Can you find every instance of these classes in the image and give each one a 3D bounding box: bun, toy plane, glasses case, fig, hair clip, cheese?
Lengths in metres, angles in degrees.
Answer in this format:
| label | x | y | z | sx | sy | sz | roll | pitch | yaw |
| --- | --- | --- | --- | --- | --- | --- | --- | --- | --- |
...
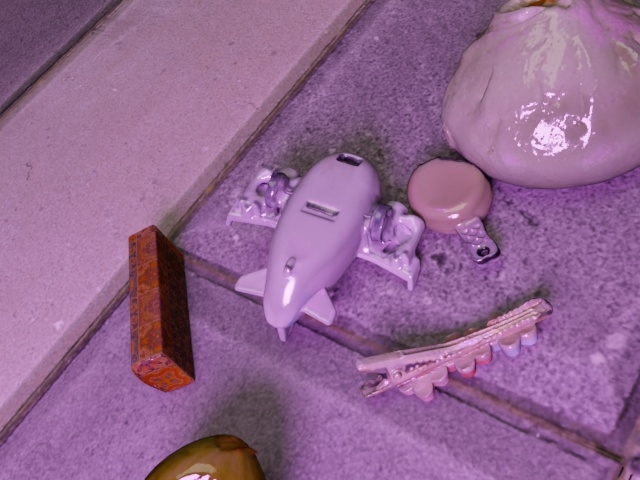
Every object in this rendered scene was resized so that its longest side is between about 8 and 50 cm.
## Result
| label | x | y | z | sx | sy | sz | roll | pitch | yaw |
| --- | --- | --- | --- | --- | --- | --- | --- | --- | --- |
| bun | 0.283 | -0.207 | 0.814 | 0.293 | 0.187 | 0.293 | -12 | 49 | 14 |
| toy plane | 0.000 | -0.002 | 0.829 | 0.252 | 0.118 | 0.252 | -2 | 58 | 4 |
| glasses case | -0.210 | 0.084 | 0.886 | 0.049 | 0.075 | 0.218 | -24 | 47 | 8 |
| fig | -0.108 | 0.262 | 0.637 | 0.144 | 0.154 | 0.165 | 16 | 105 | 24 |
| hair clip | 0.139 | 0.119 | 0.710 | 0.214 | 0.056 | 0.062 | -18 | 31 | 0 |
| cheese | 0.170 | -0.039 | 0.823 | 0.092 | 0.047 | 0.171 | -41 | 47 | -6 |
